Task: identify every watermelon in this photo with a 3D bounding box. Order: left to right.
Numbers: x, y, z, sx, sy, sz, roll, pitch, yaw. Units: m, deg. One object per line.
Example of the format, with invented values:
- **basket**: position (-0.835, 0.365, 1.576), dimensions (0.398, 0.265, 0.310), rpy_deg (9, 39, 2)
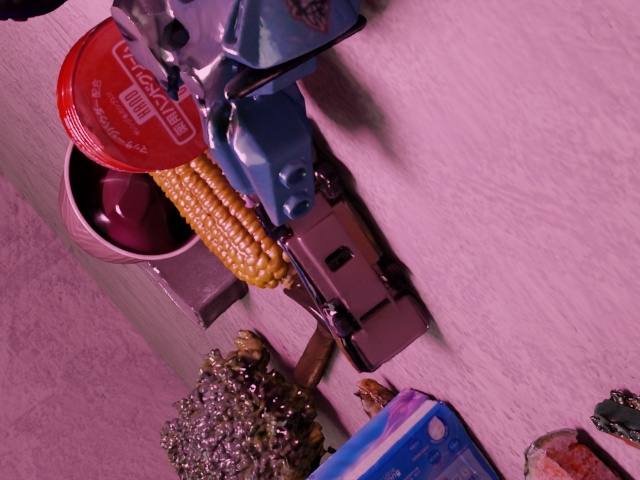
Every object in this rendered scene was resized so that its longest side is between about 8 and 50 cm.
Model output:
- **watermelon**: position (0.298, 0.282, 1.363), dimensions (0.139, 0.071, 0.187), rpy_deg (21, 140, 46)

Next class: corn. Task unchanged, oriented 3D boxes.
- **corn**: position (-0.147, -0.078, 1.646), dimensions (0.363, 0.120, 0.120), rpy_deg (48, 164, 14)

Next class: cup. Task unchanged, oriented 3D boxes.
- **cup**: position (-0.300, -0.091, 1.827), dimensions (0.288, 0.208, 0.273), rpy_deg (35, 167, -9)

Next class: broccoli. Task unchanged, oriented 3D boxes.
- **broccoli**: position (-0.117, 0.361, 2.302), dimensions (0.293, 0.281, 0.348), rpy_deg (38, 121, 13)

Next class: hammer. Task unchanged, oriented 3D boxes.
- **hammer**: position (-0.001, 0.168, 1.928), dimensions (0.168, 0.044, 0.440), rpy_deg (46, 163, 10)

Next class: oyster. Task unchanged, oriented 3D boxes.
- **oyster**: position (0.103, 0.255, 1.832), dimensions (0.103, 0.051, 0.148), rpy_deg (10, 148, 49)

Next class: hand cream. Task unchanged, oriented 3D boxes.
- **hand cream**: position (-0.209, -0.172, 1.462), dimensions (0.193, 0.193, 0.125), rpy_deg (54, 166, -12)

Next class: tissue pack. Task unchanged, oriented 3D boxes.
- **tissue pack**: position (0.100, 0.361, 1.696), dimensions (0.198, 0.263, 0.146), rpy_deg (55, 164, -17)

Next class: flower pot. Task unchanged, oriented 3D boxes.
- **flower pot**: position (-0.236, 0.042, 2.161), dimensions (0.229, 0.108, 0.103), rpy_deg (45, 163, 22)

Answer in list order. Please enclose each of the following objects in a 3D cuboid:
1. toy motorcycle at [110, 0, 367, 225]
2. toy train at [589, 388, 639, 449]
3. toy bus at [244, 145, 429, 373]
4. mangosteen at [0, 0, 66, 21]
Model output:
- **toy motorcycle**: position (-0.061, -0.161, 1.124), dimensions (0.232, 0.172, 0.416), rpy_deg (48, 156, 31)
- **toy train**: position (0.298, 0.177, 1.165), dimensions (0.064, 0.044, 0.103), rpy_deg (46, 167, -25)
- **toy bus**: position (0.000, 0.000, 1.456), dimensions (0.317, 0.112, 0.138), rpy_deg (59, 172, -25)
- **mangosteen**: position (-0.374, -0.378, 1.495), dimensions (0.194, 0.194, 0.230), rpy_deg (37, 135, 38)
